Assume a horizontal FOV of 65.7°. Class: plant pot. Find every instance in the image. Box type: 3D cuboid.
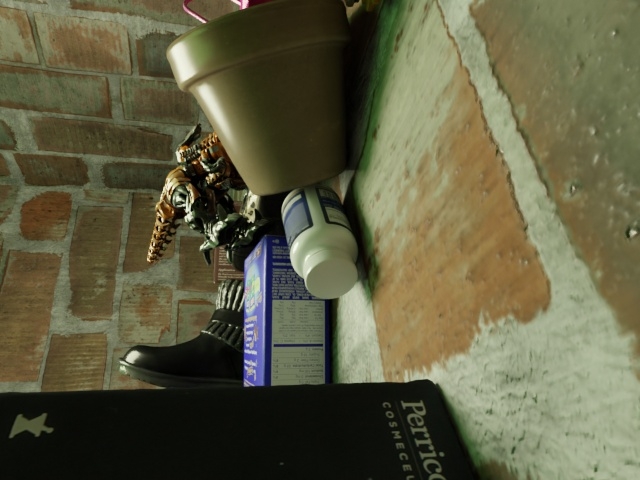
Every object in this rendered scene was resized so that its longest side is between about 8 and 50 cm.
[{"bbox_3d":[-0.064,-0.193,0.726,0.263,0.263,0.229,-144,38,-73],"label":"plant pot"}]

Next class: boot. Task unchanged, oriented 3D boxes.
[{"bbox_3d":[-0.259,0.208,1.127,0.131,0.348,0.260,132,148,-70],"label":"boot"},{"bbox_3d":[-0.118,-0.127,1.100,0.377,0.138,0.284,115,153,-49],"label":"boot"}]

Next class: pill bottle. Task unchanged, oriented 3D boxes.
[{"bbox_3d":[0.000,0.000,0.697,0.169,0.094,0.094,-106,23,-52],"label":"pill bottle"}]

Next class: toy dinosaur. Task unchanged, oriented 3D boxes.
[{"bbox_3d":[-0.199,-0.079,0.889,0.218,0.164,0.322,48,128,14],"label":"toy dinosaur"}]

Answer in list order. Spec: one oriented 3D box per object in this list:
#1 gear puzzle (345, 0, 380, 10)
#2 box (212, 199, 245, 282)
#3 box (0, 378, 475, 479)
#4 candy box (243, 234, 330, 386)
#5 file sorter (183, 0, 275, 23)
[{"bbox_3d":[0.055,-0.418,0.649,0.175,0.044,0.339,98,168,-49],"label":"gear puzzle"},{"bbox_3d":[-0.231,0.004,1.470,0.167,0.168,0.203,-116,31,-63],"label":"box"},{"bbox_3d":[-0.107,0.364,0.292,0.480,0.472,0.297,-106,24,-52],"label":"box"},{"bbox_3d":[-0.070,0.171,0.898,0.268,0.122,0.317,145,127,-71],"label":"candy box"},{"bbox_3d":[-0.130,-0.421,0.907,0.182,0.202,0.290,38,144,16],"label":"file sorter"}]
